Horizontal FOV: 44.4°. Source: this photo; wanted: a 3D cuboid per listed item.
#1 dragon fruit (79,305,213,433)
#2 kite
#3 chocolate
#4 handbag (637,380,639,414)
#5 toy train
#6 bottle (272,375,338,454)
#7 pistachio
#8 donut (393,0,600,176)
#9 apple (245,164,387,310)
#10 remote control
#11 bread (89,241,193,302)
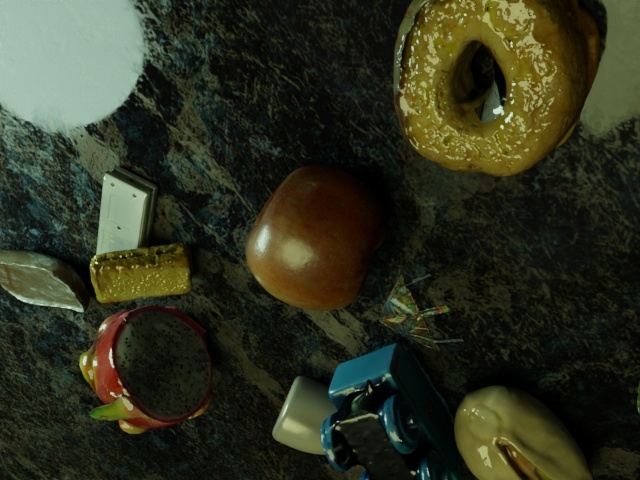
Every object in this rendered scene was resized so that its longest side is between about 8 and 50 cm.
[{"bbox_3d":[-0.389,0.280,1.721,0.189,0.290,0.290,-23,109,38],"label":"dragon fruit"},{"bbox_3d":[0.178,0.144,1.499,0.160,0.010,0.183,-15,114,34],"label":"kite"},{"bbox_3d":[-0.653,0.080,1.841,0.254,0.080,0.157,8,139,25],"label":"chocolate"},{"bbox_3d":[0.653,0.257,1.195,0.241,0.222,0.263,-29,108,43],"label":"handbag"},{"bbox_3d":[0.140,0.367,1.507,0.188,0.265,0.300,-24,107,25],"label":"toy train"},{"bbox_3d":[0.029,0.399,1.672,0.236,0.147,0.147,24,130,1],"label":"bottle"},{"bbox_3d":[0.378,0.396,1.476,0.299,0.187,0.187,45,131,-15],"label":"pistachio"},{"bbox_3d":[0.237,-0.242,1.113,0.299,0.150,0.317,-19,111,39],"label":"donut"},{"bbox_3d":[0.000,0.000,1.356,0.253,0.253,0.253,14,127,19],"label":"apple"},{"bbox_3d":[-0.414,-0.022,1.663,0.103,0.055,0.277,26,129,9],"label":"remote control"},{"bbox_3d":[-0.370,0.066,1.628,0.211,0.083,0.114,-7,128,-12],"label":"bread"}]
